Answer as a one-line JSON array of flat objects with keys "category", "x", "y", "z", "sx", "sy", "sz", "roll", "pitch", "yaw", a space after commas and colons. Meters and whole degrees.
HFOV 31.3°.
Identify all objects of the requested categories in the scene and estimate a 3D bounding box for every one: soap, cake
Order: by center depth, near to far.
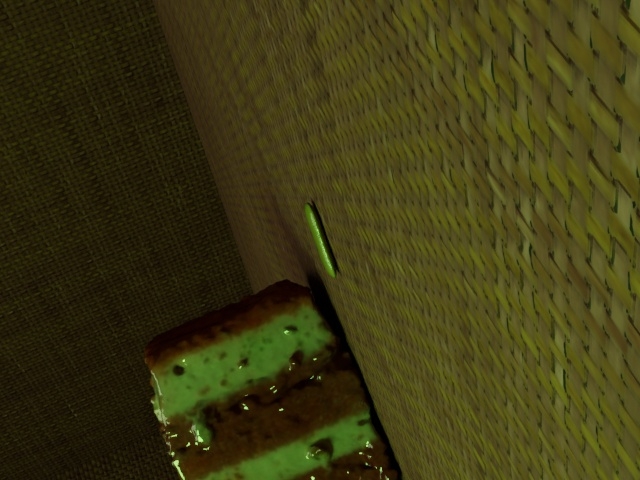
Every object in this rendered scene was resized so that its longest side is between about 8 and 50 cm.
[{"category": "soap", "x": 0.000, "y": 0.000, "z": 1.243, "sx": 0.034, "sy": 0.012, "sz": 0.089, "roll": -132, "pitch": 21, "yaw": -72}, {"category": "cake", "x": -0.079, "y": 0.238, "z": 1.536, "sx": 0.270, "sy": 0.269, "sz": 0.320, "roll": 159, "pitch": 88, "yaw": -84}]
